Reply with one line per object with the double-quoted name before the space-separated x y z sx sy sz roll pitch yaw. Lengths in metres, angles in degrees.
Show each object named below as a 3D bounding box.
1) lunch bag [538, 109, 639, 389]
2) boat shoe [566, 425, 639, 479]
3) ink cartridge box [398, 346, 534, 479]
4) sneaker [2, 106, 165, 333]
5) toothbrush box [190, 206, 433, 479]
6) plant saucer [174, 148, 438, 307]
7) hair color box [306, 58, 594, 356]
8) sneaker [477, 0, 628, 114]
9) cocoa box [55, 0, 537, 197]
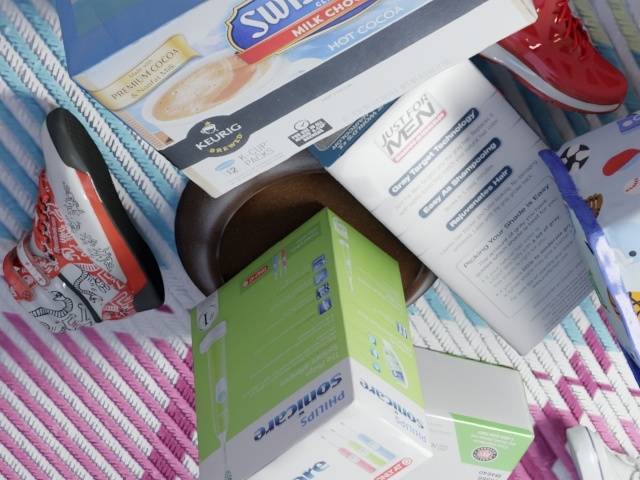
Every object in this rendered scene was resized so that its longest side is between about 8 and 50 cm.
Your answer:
"lunch bag" 0.435 0.033 1.733 0.327 0.239 0.385 -25 117 7
"boat shoe" 0.367 0.297 2.168 0.084 0.095 0.258 -23 140 8
"ink cartridge box" 0.100 0.262 2.084 0.198 0.115 0.273 13 128 -16
"sneaker" -0.272 -0.008 1.831 0.145 0.090 0.270 -18 133 6
"toothbrush box" -0.017 0.140 1.795 0.206 0.283 0.122 -38 124 23
"plant saucer" 0.000 0.000 1.895 0.310 0.050 0.311 -3 132 -4
"hair color box" 0.151 -0.052 1.792 0.174 0.105 0.347 -44 126 4
"sneaker" 0.231 -0.212 1.712 0.221 0.087 0.128 22 126 -24
"cocoa box" -0.033 -0.246 1.532 0.347 0.231 0.228 -27 144 17
